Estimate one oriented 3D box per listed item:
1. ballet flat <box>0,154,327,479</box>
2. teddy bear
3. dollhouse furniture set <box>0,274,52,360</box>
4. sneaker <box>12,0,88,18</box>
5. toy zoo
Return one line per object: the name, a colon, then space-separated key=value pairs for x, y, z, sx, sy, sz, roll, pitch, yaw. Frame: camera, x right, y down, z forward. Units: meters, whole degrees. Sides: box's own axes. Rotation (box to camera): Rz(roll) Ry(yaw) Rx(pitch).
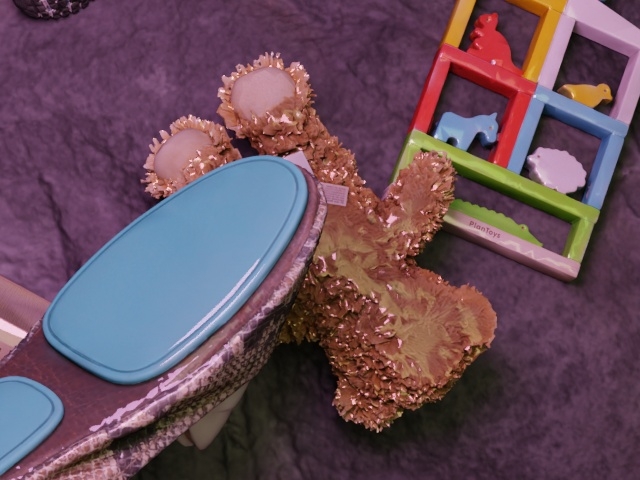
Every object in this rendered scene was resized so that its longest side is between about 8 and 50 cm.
ballet flat: x=-0.171 y=0.135 z=1.380 sx=0.164 sy=0.182 sz=0.483 roll=29 pitch=60 yaw=38
teddy bear: x=0.000 y=0.000 z=1.616 sx=0.338 sy=0.113 sz=0.245 roll=33 pitch=74 yaw=0
dollhouse furniture set: x=-0.305 y=0.154 z=1.516 sx=0.212 sy=0.161 sz=0.242 roll=29 pitch=95 yaw=-5
sneaker: x=-0.215 y=-0.259 z=1.653 sx=0.073 sy=0.063 sz=0.162 roll=41 pitch=67 yaw=16
toy zoo: x=0.193 y=-0.130 z=1.724 sx=0.192 sy=0.030 sz=0.293 roll=23 pitch=74 yaw=-7
